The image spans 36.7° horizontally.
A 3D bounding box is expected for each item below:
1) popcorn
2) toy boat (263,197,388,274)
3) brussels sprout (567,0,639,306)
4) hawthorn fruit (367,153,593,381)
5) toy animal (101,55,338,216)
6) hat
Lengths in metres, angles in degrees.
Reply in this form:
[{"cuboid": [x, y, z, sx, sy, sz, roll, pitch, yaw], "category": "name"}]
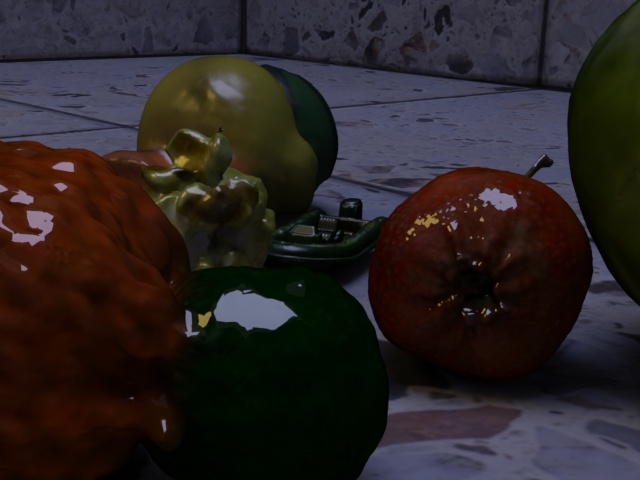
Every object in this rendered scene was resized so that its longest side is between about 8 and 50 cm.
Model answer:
[{"cuboid": [-0.105, -0.008, 0.801, 0.141, 0.162, 0.135, -24, 17, 5], "category": "popcorn"}, {"cuboid": [0.000, 0.000, 0.950, 0.104, 0.052, 0.210, 11, 16, 22], "category": "toy boat"}, {"cuboid": [0.329, -0.048, 0.657, 0.344, 0.268, 0.344, 29, 24, -14], "category": "brussels sprout"}, {"cuboid": [0.130, -0.006, 0.756, 0.165, 0.165, 0.285, 5, 26, 12], "category": "hawthorn fruit"}, {"cuboid": [-0.096, -0.110, 1.073, 0.216, 0.191, 0.338, 2, 16, 21], "category": "toy animal"}, {"cuboid": [-0.165, 0.012, 0.503, 0.400, 0.285, 0.285, 1, 15, -14], "category": "hat"}]
